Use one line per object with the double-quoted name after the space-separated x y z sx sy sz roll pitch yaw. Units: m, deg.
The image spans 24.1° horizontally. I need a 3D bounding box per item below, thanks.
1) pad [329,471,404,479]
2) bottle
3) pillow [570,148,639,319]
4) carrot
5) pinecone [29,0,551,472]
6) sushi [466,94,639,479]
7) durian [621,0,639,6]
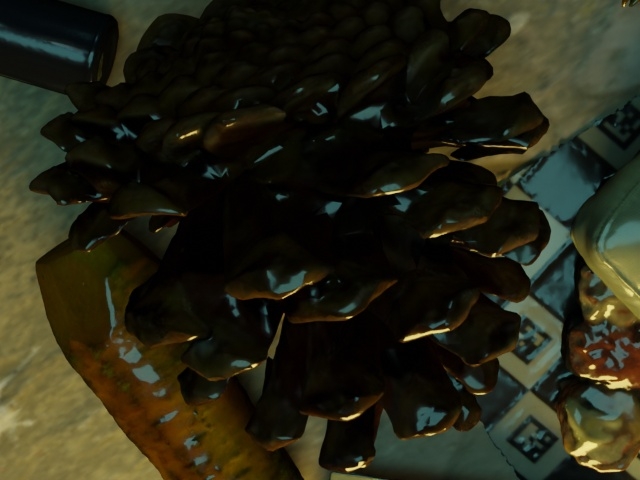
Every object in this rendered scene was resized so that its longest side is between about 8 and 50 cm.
0.122 0.279 1.286 0.243 0.004 0.163 7 116 6 "pad"
-0.285 -0.178 1.197 0.244 0.082 0.072 16 126 1 "bottle"
0.360 0.016 1.096 0.255 0.120 0.322 -46 107 -8 "pillow"
-0.122 0.125 1.240 0.114 0.114 0.302 -30 101 14 "carrot"
0.000 0.000 1.075 0.384 0.384 0.384 2 105 7 "pinecone"
0.262 0.067 1.191 0.339 0.069 0.320 -32 98 15 "sushi"
0.330 -0.249 1.097 0.252 0.144 0.139 -46 57 22 "durian"
